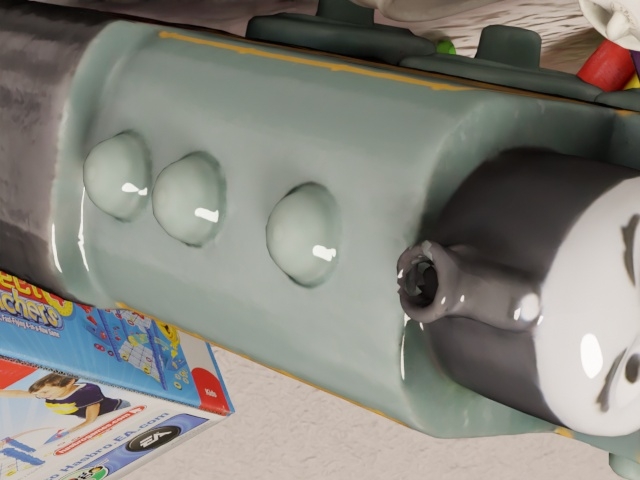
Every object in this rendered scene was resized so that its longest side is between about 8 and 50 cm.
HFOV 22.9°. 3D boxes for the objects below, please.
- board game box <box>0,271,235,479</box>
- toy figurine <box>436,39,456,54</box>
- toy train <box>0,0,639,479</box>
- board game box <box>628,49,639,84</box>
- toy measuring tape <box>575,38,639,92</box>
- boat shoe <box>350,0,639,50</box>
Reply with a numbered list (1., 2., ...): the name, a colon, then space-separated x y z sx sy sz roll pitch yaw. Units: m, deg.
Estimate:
1. board game box: -0.257 0.108 0.872 0.308 0.086 0.302 -30 154 17
2. toy figurine: -0.013 -0.030 0.776 0.159 0.130 0.173 2 176 10
3. toy train: 0.016 -0.010 0.530 0.190 0.142 0.334 1 -167 -43
4. board game box: 0.296 -0.115 0.542 0.208 0.056 0.347 -11 175 -31
5. toy measuring tape: 0.189 -0.063 0.826 0.121 0.121 0.330 -11 -171 20
6. boat shoe: 0.102 -0.094 0.430 0.267 0.088 0.096 -14 171 43
